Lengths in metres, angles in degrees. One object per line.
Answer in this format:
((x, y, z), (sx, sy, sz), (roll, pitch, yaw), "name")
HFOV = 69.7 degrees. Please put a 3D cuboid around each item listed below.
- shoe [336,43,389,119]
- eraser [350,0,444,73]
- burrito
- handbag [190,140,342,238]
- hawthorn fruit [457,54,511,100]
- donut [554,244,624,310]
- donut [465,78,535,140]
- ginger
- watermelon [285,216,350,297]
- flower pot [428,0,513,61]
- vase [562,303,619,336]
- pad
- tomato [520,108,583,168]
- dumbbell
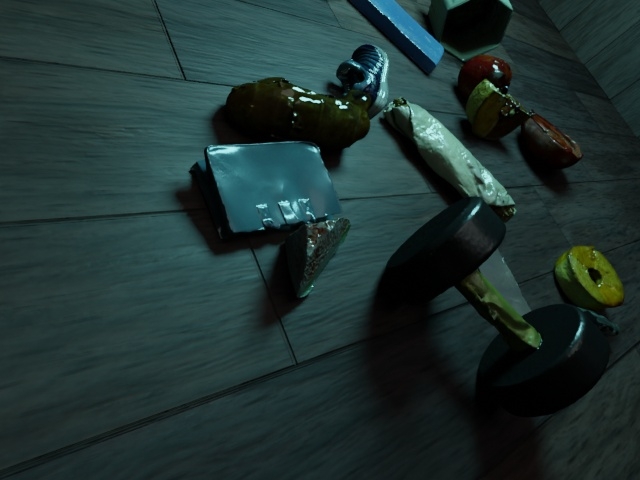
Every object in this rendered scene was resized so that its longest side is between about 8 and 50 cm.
((0.089, -0.360, 1.005), (0.106, 0.092, 0.207), (25, 52, -29), "shoe")
((0.226, -0.620, 1.324), (0.312, 0.043, 0.144), (40, 45, -9), "eraser")
((0.297, -0.182, 1.060), (0.392, 0.076, 0.117), (47, 51, 1), "burrito")
((-0.075, -0.082, 0.719), (0.221, 0.057, 0.144), (-10, 72, -42), "handbag")
((0.471, -0.473, 1.350), (0.148, 0.148, 0.172), (-17, 48, -43), "hawthorn fruit")
((0.662, 0.100, 1.148), (0.190, 0.075, 0.174), (-15, 72, -38), "donut")
((0.475, -0.361, 1.276), (0.217, 0.141, 0.085), (12, 44, -44), "donut")
((-0.013, -0.223, 0.825), (0.310, 0.107, 0.133), (-3, 34, -37), "ginger")
((-0.004, 0.004, 0.695), (0.081, 0.094, 0.180), (42, 29, -2), "watermelon")
((0.474, -0.729, 1.471), (0.210, 0.239, 0.189), (-2, 56, -3), "flower pot")
((0.624, 0.192, 1.061), (0.212, 0.060, 0.059), (16, 53, -28), "vase")
((0.389, 0.095, 0.988), (0.113, 0.006, 0.187), (-1, 61, -37), "pad")
((0.704, -0.302, 1.440), (0.228, 0.101, 0.227), (25, 41, -23), "tomato")
((0.281, 0.105, 0.757), (0.322, 0.204, 0.204), (48, 44, -2), "dumbbell")
